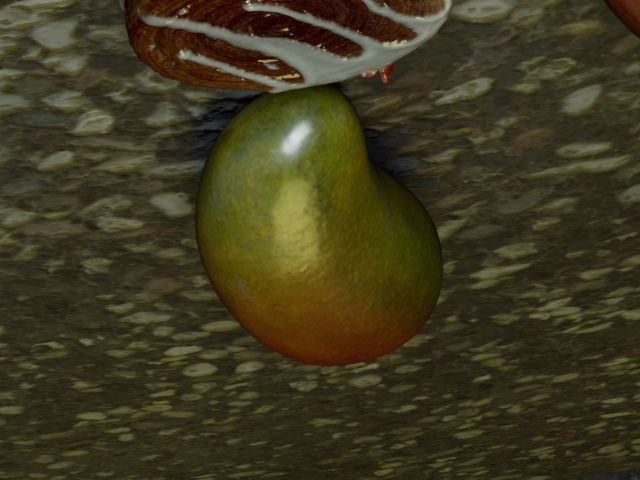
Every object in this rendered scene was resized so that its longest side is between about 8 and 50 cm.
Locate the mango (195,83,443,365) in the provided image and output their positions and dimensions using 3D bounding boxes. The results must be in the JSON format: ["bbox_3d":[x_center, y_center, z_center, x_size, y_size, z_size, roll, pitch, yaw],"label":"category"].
[{"bbox_3d":[-0.005,0.002,1.017,0.146,0.129,0.289,-13,152,17],"label":"mango"}]

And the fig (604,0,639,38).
[{"bbox_3d":[0.184,-0.138,0.597,0.205,0.205,0.205,-8,161,-3],"label":"fig"}]

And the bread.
[{"bbox_3d":[-0.014,-0.125,0.718,0.160,0.073,0.160,-9,160,-3],"label":"bread"}]
